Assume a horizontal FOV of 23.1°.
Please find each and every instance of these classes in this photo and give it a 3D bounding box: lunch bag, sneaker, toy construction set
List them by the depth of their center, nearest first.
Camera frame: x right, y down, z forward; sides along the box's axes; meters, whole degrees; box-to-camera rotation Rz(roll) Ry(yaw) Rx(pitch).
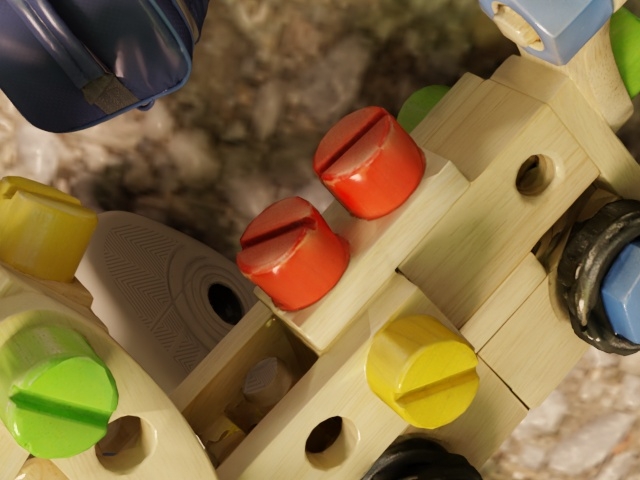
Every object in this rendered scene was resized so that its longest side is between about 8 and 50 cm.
[{"bbox_3d":[0.000,0.000,0.453,0.327,0.151,0.215,-39,122,8],"label":"toy construction set"},{"bbox_3d":[-0.078,-0.080,0.481,0.067,0.065,0.098,-21,124,25],"label":"lunch bag"},{"bbox_3d":[-0.047,0.088,0.614,0.121,0.079,0.217,-32,120,31],"label":"sneaker"}]
